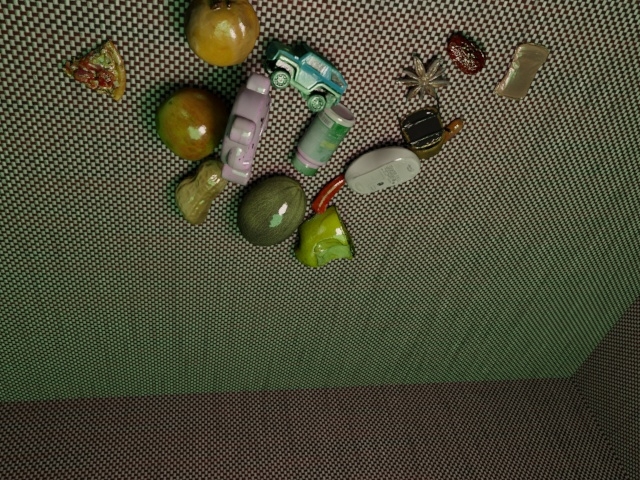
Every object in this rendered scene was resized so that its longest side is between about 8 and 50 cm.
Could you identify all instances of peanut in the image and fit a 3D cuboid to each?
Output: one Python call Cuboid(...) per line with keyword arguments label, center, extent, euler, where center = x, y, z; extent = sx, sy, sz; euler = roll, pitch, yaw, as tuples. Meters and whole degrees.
Cuboid(label="peanut", center=(-0.455, -0.189, 2.061), extent=(0.159, 0.143, 0.291), euler=(14, 127, -37))

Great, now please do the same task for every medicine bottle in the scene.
Cuboid(label="medicine bottle", center=(0.002, -0.367, 1.999), extent=(0.133, 0.134, 0.274), euler=(20, 126, -28))

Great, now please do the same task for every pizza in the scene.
Cuboid(label="pizza", center=(-0.719, -0.527, 1.743), extent=(0.193, 0.053, 0.201), euler=(-8, 134, -5))

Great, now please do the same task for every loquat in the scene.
Cuboid(label="loquat", center=(-0.296, -0.637, 1.639), extent=(0.238, 0.193, 0.238), euler=(7, 150, 4))

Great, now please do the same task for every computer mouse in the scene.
Cuboid(label="computer mouse", center=(0.237, -0.285, 2.126), extent=(0.296, 0.121, 0.184), euler=(-23, 144, 22))

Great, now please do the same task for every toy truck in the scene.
Cuboid(label="toy truck", center=(-0.054, -0.548, 1.805), extent=(0.278, 0.155, 0.156), euler=(26, 114, -31))

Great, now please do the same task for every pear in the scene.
Cuboid(label="pear", center=(0.000, 0.000, 2.332), extent=(0.255, 0.164, 0.238), euler=(-18, 136, 7))

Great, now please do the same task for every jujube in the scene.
Cuboid(label="jujube", center=(0.498, -0.633, 1.881), extent=(0.165, 0.104, 0.104), euler=(24, 124, -25))

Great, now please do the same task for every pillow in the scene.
Cuboid(label="pillow", center=(0.734, -0.613, 1.995), extent=(0.135, 0.034, 0.211), euler=(9, 129, -16))

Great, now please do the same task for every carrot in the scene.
Cuboid(label="carrot", center=(0.476, -0.393, 2.144), extent=(0.048, 0.048, 0.216), euler=(22, 129, -29))

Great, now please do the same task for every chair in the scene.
Cuboid(label="chair", center=(0.386, -0.406, 2.037), extent=(0.158, 0.173, 0.247), euler=(-22, 177, 9))

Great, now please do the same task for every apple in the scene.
Cuboid(label="apple", center=(-0.430, -0.400, 1.842), extent=(0.226, 0.246, 0.246), euler=(41, 116, -18))

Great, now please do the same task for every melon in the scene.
Cuboid(label="melon", center=(-0.185, -0.115, 2.125), extent=(0.301, 0.238, 0.237), euler=(-42, 128, 20))

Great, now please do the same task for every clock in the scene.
Cuboid(label="clock", center=(-0.240, -0.364, 1.782), extent=(0.113, 0.296, 0.322), euler=(18, 158, -7))

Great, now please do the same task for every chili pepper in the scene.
Cuboid(label="chili pepper", center=(0.026, -0.181, 2.230), extent=(0.272, 0.063, 0.071), euler=(-51, 153, 22))

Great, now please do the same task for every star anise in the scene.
Cuboid(label="star anise", center=(0.357, -0.572, 1.932), extent=(0.182, 0.065, 0.195), euler=(-18, 138, 12))
